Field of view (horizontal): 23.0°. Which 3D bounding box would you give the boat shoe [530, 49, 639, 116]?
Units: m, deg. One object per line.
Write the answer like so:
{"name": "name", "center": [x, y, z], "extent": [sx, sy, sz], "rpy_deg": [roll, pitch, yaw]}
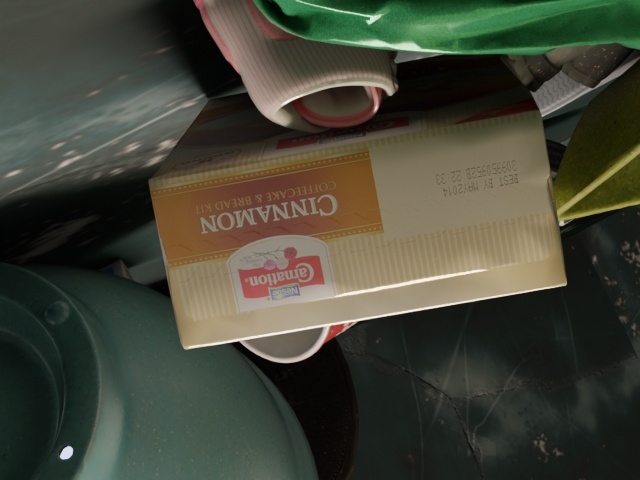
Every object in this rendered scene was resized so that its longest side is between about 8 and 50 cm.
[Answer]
{"name": "boat shoe", "center": [0.164, -0.130, 0.760], "extent": [0.226, 0.083, 0.076], "rpy_deg": [-21, -164, 12]}

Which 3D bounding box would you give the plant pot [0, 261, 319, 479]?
{"name": "plant pot", "center": [-0.163, 0.129, 0.828], "extent": [0.293, 0.293, 0.196], "rpy_deg": [-25, 148, 1]}

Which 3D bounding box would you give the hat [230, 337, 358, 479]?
{"name": "hat", "center": [-0.130, 0.135, 1.260], "extent": [0.331, 0.134, 0.331], "rpy_deg": [-21, -142, 17]}

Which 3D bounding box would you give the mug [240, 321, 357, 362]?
{"name": "mug", "center": [0.004, -0.007, 1.095], "extent": [0.169, 0.150, 0.113], "rpy_deg": [-25, 139, -45]}

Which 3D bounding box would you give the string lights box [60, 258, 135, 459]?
{"name": "string lights box", "center": [-0.222, 0.128, 1.029], "extent": [0.260, 0.076, 0.133], "rpy_deg": [-25, -143, 1]}

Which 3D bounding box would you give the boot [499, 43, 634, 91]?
{"name": "boot", "center": [0.128, -0.136, 0.590], "extent": [0.161, 0.083, 0.246], "rpy_deg": [-38, 171, 19]}

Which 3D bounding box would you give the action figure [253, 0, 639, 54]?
{"name": "action figure", "center": [0.061, -0.097, 0.438], "extent": [0.232, 0.063, 0.137], "rpy_deg": [-6, 143, -5]}

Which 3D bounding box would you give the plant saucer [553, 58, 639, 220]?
{"name": "plant saucer", "center": [0.210, -0.080, 0.696], "extent": [0.188, 0.045, 0.188], "rpy_deg": [-12, 162, -30]}

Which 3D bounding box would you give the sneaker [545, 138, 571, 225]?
{"name": "sneaker", "center": [0.114, -0.029, 1.368], "extent": [0.229, 0.086, 0.132], "rpy_deg": [-11, 173, -25]}

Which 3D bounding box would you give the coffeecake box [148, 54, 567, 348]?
{"name": "coffeecake box", "center": [0.017, -0.025, 0.642], "extent": [0.142, 0.068, 0.185], "rpy_deg": [-10, -166, 5]}

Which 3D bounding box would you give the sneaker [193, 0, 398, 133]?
{"name": "sneaker", "center": [0.009, -0.074, 0.576], "extent": [0.051, 0.070, 0.134], "rpy_deg": [-31, 172, 34]}
